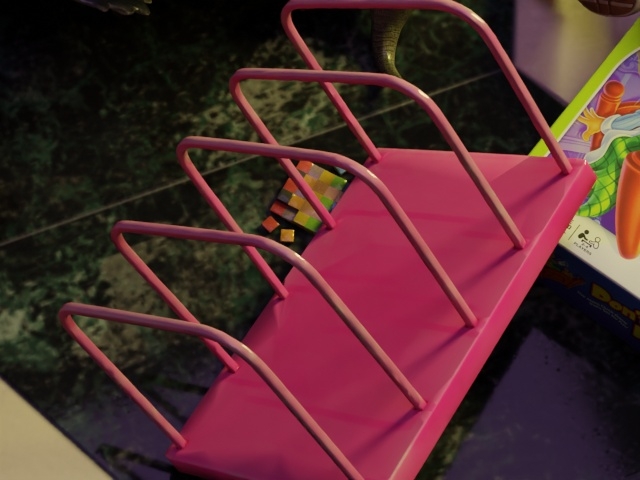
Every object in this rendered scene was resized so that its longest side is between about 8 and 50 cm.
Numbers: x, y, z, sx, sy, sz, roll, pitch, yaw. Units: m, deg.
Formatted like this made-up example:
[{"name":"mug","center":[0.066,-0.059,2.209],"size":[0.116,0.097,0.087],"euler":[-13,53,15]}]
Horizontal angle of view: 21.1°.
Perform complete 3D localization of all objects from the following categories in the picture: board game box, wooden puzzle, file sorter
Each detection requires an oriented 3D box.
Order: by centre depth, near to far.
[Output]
[{"name":"file sorter","center":[0.000,0.000,1.125],"size":[0.202,0.182,0.291],"euler":[7,54,46]},{"name":"board game box","center":[0.326,0.000,1.249],"size":[0.347,0.078,0.233],"euler":[35,69,12]},{"name":"wooden puzzle","center":[-0.005,-0.030,1.288],"size":[0.049,0.006,0.083],"euler":[27,68,9]}]

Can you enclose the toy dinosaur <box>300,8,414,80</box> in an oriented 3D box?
[{"name":"toy dinosaur","center":[0.034,-0.274,1.337],"size":[0.160,0.121,0.314],"euler":[-20,64,4]}]

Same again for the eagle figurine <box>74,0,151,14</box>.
[{"name":"eagle figurine","center":[-0.310,-0.207,1.282],"size":[0.226,0.225,0.298],"euler":[-37,105,24]}]

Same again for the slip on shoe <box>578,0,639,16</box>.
[{"name":"slip on shoe","center":[0.207,-0.207,1.329],"size":[0.041,0.051,0.135],"euler":[-19,26,-30]}]
